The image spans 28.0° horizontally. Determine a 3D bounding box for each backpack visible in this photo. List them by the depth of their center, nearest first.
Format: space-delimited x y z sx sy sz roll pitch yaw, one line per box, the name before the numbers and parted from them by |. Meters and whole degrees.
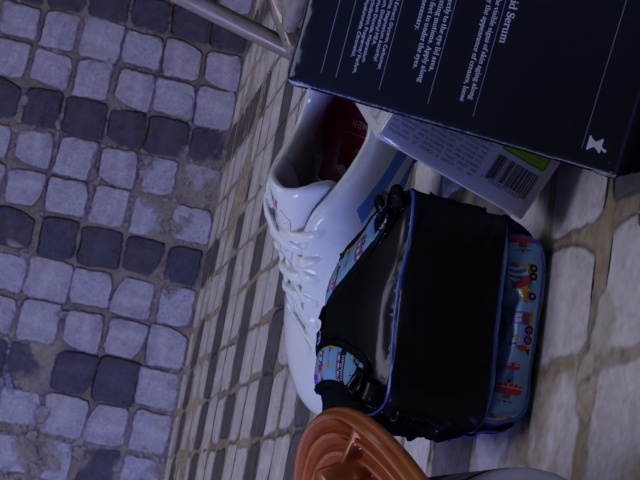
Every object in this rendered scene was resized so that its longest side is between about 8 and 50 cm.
backpack | 0.061 0.061 0.860 0.173 0.117 0.158 136 145 -69

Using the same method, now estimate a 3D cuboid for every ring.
ring | 0.043 0.245 0.607 0.336 0.032 0.336 165 90 -73

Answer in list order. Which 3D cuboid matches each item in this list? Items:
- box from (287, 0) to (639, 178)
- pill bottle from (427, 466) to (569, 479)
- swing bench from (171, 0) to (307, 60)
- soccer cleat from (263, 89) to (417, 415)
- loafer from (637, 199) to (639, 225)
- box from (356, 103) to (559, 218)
box | 0.113 -0.183 0.671 0.103 0.184 0.261 -9 -64 -66
pill bottle | 0.087 0.169 0.643 0.193 0.108 0.108 140 141 -71
swing bench | 0.025 -0.243 1.141 0.165 0.254 0.253 -48 -2 -27
soccer cleat | 0.000 0.000 1.043 0.116 0.143 0.331 21 111 38
loafer | 0.179 -0.038 0.485 0.267 0.084 0.096 157 124 -76
box | 0.092 -0.112 0.861 0.103 0.114 0.203 -58 16 13
